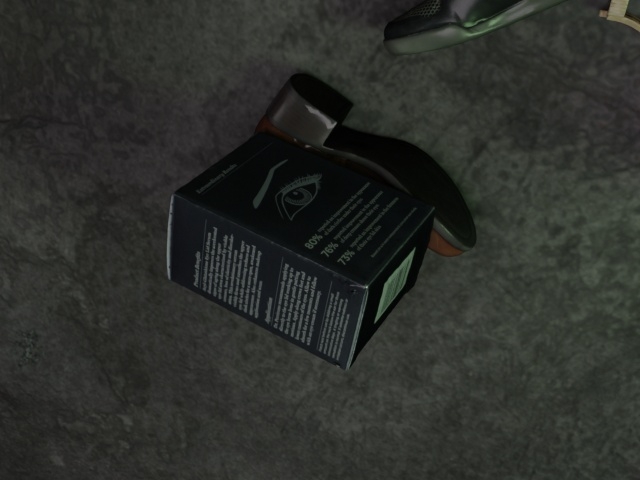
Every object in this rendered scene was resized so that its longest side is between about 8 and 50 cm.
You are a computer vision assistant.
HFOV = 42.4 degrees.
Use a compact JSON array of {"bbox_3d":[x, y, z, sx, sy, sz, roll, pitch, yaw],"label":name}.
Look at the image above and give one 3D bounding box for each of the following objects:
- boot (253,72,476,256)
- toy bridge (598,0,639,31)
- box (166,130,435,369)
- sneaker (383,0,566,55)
[{"bbox_3d":[0.000,0.000,0.915,0.264,0.096,0.280,34,125,0],"label":"boot"},{"bbox_3d":[0.341,-0.184,0.724,0.188,0.026,0.063,14,123,14],"label":"toy bridge"},{"bbox_3d":[-0.020,0.002,0.791,0.207,0.153,0.108,26,130,19],"label":"box"},{"bbox_3d":[0.145,-0.252,0.728,0.228,0.087,0.130,-21,107,26],"label":"sneaker"}]
